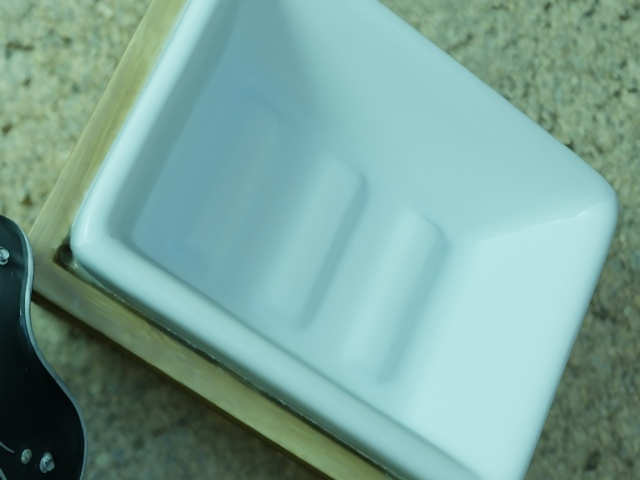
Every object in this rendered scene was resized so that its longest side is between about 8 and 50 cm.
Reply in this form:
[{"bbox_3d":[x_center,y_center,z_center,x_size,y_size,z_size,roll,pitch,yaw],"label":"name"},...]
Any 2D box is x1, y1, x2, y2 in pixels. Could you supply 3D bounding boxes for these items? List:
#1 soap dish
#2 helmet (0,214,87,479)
[{"bbox_3d":[0.000,0.000,0.940,0.291,0.118,0.229,35,64,-22],"label":"soap dish"},{"bbox_3d":[-0.192,0.059,0.781,0.169,0.169,0.162,-33,115,-33],"label":"helmet"}]
